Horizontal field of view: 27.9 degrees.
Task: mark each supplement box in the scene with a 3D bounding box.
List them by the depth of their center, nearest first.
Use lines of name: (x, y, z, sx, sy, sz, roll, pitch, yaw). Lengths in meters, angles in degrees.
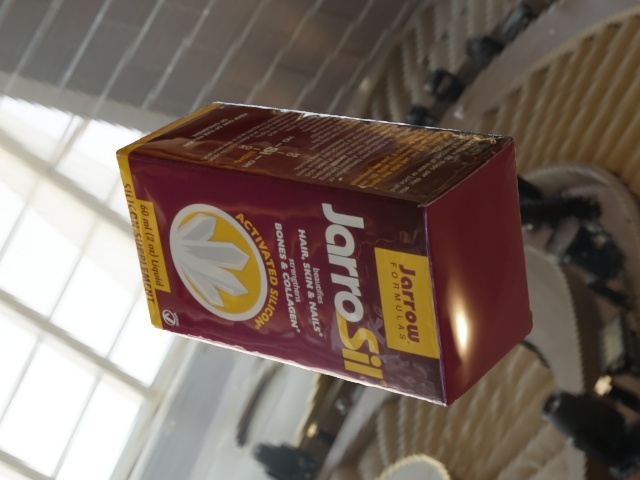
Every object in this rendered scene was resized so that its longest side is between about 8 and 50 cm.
supplement box: (0.000, 0.000, 0.629, 0.188, 0.104, 0.081, 11, -149, 36)
